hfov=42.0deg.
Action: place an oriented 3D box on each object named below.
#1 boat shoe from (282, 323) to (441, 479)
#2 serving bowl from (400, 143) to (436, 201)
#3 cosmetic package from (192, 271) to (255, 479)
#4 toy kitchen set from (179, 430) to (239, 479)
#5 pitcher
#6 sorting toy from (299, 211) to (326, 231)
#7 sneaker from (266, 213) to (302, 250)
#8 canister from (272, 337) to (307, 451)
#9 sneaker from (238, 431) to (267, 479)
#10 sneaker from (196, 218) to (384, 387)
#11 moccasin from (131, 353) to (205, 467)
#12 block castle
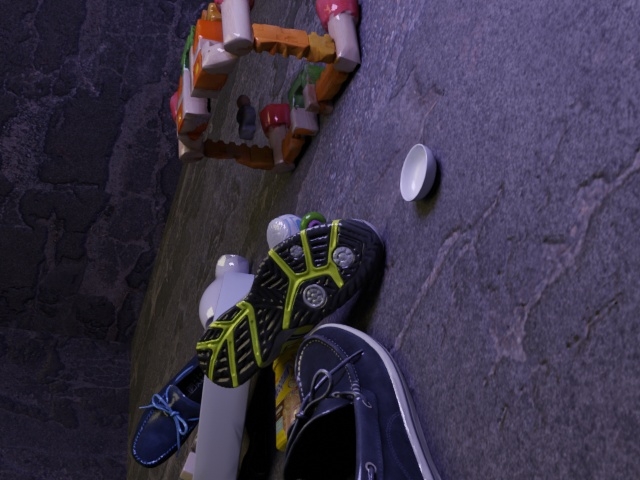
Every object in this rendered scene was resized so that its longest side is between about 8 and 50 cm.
[{"bbox_3d":[0.029,0.265,1.122,0.500,0.156,0.187,-114,43,-59],"label":"boat shoe"},{"bbox_3d":[0.144,-0.095,1.193,0.083,0.027,0.083,-170,90,-71],"label":"serving bowl"},{"bbox_3d":[-0.188,0.293,1.705,0.284,0.097,0.377,-97,15,-68],"label":"cosmetic package"},{"bbox_3d":[-0.252,0.519,1.957,0.207,0.122,0.166,-70,5,-50],"label":"toy kitchen set"},{"bbox_3d":[-0.229,0.162,2.038,0.207,0.125,0.178,-87,4,-54],"label":"pitcher"},{"bbox_3d":[0.000,0.000,1.520,0.042,0.061,0.102,-140,39,-68],"label":"sorting toy"},{"bbox_3d":[-0.063,0.064,1.673,0.085,0.086,0.237,19,112,43],"label":"sneaker"},{"bbox_3d":[-0.036,0.273,1.463,0.126,0.073,0.170,127,146,-53],"label":"canister"},{"bbox_3d":[-0.139,0.480,1.687,0.089,0.051,0.170,129,150,-63],"label":"sneaker"},{"bbox_3d":[-0.049,0.089,1.387,0.384,0.145,0.147,-39,-4,22],"label":"sneaker"},{"bbox_3d":[-0.320,0.361,1.913,0.342,0.137,0.117,-58,2,-20],"label":"moccasin"},{"bbox_3d":[-0.130,-0.344,1.714,0.453,0.303,0.213,128,141,-55],"label":"block castle"}]
